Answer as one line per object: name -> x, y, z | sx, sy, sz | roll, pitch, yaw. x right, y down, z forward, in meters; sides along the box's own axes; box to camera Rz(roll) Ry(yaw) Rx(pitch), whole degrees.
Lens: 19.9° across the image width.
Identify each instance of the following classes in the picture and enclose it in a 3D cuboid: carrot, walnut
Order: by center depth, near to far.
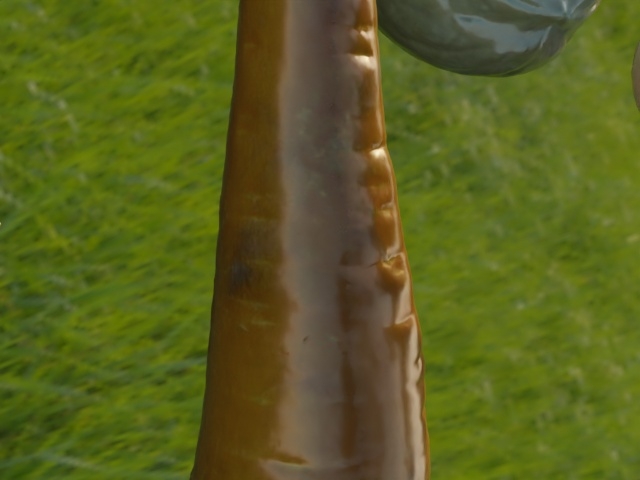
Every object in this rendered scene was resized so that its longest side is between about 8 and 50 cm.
carrot -> 0.000, 0.000, 0.416 | 0.061, 0.061, 0.256 | -5, 102, -47
walnut -> 0.072, -0.158, 0.906 | 0.140, 0.140, 0.162 | 13, 34, -43

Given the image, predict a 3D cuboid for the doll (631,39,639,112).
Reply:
doll -> 0.207, 0.006, 0.466 | 0.278, 0.119, 0.154 | 37, 86, -14
